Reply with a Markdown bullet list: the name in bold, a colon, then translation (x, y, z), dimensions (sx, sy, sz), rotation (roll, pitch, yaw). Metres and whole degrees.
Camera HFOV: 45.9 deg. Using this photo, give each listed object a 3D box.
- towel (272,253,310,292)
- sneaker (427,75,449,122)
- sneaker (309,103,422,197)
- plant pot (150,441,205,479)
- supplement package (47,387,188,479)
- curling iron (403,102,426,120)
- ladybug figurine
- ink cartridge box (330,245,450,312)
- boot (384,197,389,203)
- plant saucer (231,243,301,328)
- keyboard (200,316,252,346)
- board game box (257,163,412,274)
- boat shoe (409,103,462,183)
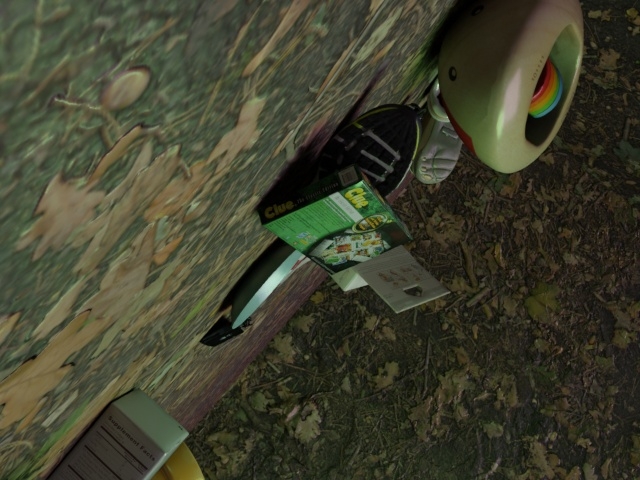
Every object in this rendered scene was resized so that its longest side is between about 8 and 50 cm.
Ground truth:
- **towel**: translation (0.000, 0.000, 1.477), dimensions (0.329, 0.037, 0.237), rotation (-46, 178, 43)
- **sneaker**: translation (0.332, -0.349, 1.448), dimensions (0.321, 0.126, 0.127), rotation (-50, -179, 20)
- **sneaker**: translation (0.051, -0.103, 1.072), dimensions (0.300, 0.111, 0.121), rotation (-46, -171, 51)
- **plant pot**: translation (-0.340, 0.469, 1.390), dimensions (0.188, 0.205, 0.205), rotation (-27, 162, -37)
- **supplement package**: translation (-0.291, 0.315, 1.063), dimensions (0.179, 0.105, 0.105), rotation (-50, 174, 5)
- **curling iron**: translation (0.095, -0.153, 1.389), dimensions (0.068, 0.035, 0.274), rotation (-9, 150, -49)
- **ladybug figurine**: translation (0.310, -0.269, 1.236), dimensions (0.449, 0.162, 0.305), rotation (9, 103, -65)
- **ink cartridge box**: translation (0.145, 0.076, 1.810), dimensions (0.296, 0.261, 0.066), rotation (-9, 142, -56)
- **boot**: translation (0.094, -0.026, 2.054), dimensions (0.115, 0.112, 0.305), rotation (-31, 162, -21)
- **plant saucer**: translation (-0.098, 0.066, 1.287), dimensions (0.195, 0.037, 0.195), rotation (-50, 176, -5)
- **keyboard**: translation (-0.178, 0.163, 1.425), dimensions (0.100, 0.038, 0.192), rotation (-25, 173, -7)
- **board game box**: translation (0.029, -0.019, 1.004), dimensions (0.136, 0.030, 0.260), rotation (-22, 158, 13)
- **boat shoe**: translation (0.280, -0.286, 1.668), dimensions (0.324, 0.123, 0.116), rotation (-59, -153, 9)
